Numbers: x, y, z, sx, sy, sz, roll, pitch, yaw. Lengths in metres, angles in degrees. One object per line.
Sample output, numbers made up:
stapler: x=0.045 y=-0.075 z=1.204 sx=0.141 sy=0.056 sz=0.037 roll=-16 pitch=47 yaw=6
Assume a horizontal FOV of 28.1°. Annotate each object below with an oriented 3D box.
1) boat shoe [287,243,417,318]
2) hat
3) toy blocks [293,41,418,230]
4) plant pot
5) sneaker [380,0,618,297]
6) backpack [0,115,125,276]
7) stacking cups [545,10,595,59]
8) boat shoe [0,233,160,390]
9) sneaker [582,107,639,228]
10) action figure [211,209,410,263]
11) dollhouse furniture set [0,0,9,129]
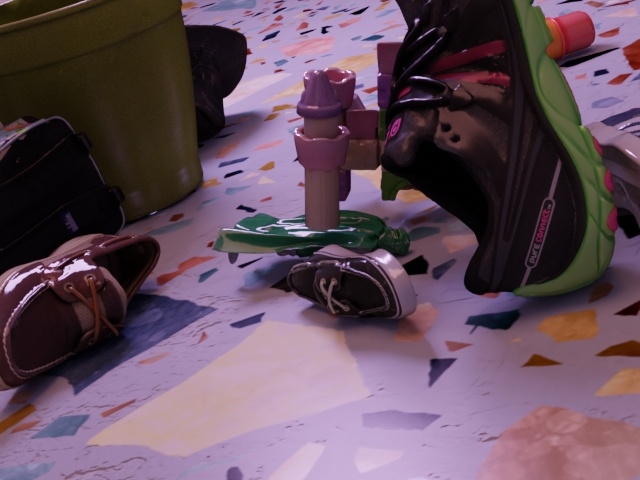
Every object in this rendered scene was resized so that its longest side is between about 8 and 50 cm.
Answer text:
boat shoe: x=0.031 y=0.054 z=1.400 sx=0.070 sy=0.077 sz=0.219 roll=-25 pitch=13 yaw=-21
hat: x=-0.248 y=-0.249 z=2.286 sx=0.331 sy=0.134 sz=0.331 roll=-25 pitch=-21 yaw=-11
toy blocks: x=0.115 y=-0.180 z=1.581 sx=0.289 sy=0.260 sz=0.309 roll=1 pitch=22 yaw=6
plant pot: x=-0.349 y=-0.220 z=2.022 sx=0.367 sy=0.352 sz=0.366 roll=-15 pitch=19 yaw=5
sneaker: x=0.144 y=-0.159 z=1.351 sx=0.202 sy=0.482 sz=0.185 roll=-19 pitch=-24 yaw=-4
backpack: x=-0.438 y=-0.036 z=1.804 sx=0.191 sy=0.225 sz=0.253 roll=1 pitch=37 yaw=48
stacking cups: x=0.303 y=-0.299 z=2.098 sx=0.316 sy=0.096 sz=0.096 roll=-17 pitch=19 yaw=-11
boat shoe: x=-0.294 y=0.071 z=1.556 sx=0.123 sy=0.123 sz=0.342 roll=-11 pitch=15 yaw=21
sneaker: x=0.388 y=-0.083 z=1.371 sx=0.148 sy=0.131 sz=0.350 roll=-22 pitch=20 yaw=1
action figure: x=0.000 y=0.000 z=1.576 sx=0.232 sy=0.063 sz=0.137 roll=0 pitch=24 yaw=25
dollhouse furniture set: x=-0.443 y=-0.344 z=2.458 sx=0.256 sy=0.362 sz=0.394 roll=8 pitch=60 yaw=52
